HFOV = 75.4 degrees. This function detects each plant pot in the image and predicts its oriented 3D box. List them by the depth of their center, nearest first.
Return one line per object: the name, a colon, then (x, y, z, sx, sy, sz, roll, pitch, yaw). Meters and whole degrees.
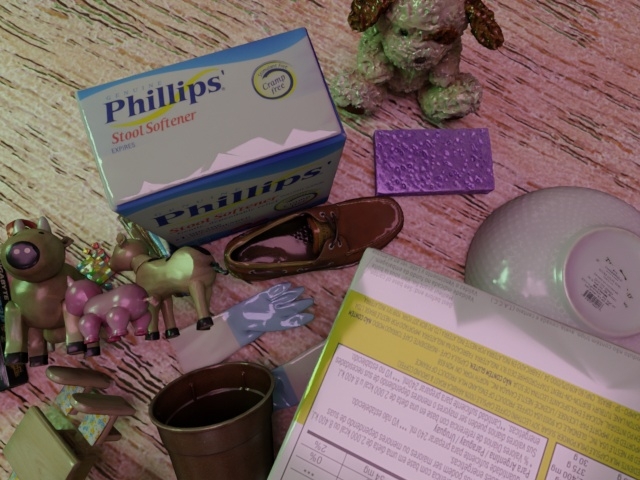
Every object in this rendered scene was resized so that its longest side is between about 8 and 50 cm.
plant pot: (-0.133, 0.282, 0.573, 0.167, 0.167, 0.165, -9, 100, -5)

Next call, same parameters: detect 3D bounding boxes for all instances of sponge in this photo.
sponge: (0.198, -0.138, 0.734, 0.210, 0.031, 0.117, -2, 81, -3)

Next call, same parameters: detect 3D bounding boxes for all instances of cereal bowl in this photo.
cereal bowl: (0.420, 0.068, 0.662, 0.339, 0.141, 0.338, 1, 81, -5)

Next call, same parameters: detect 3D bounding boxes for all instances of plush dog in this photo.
plush dog: (0.154, -0.326, 0.661, 0.263, 0.225, 0.210, 4, 81, -3)

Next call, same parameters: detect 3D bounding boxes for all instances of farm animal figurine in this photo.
farm animal figurine: (-0.329, 0.063, 0.541, 0.330, 0.327, 0.172, 0, 72, -37)

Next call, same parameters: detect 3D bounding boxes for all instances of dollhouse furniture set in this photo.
dollhouse furniture set: (-0.351, 0.305, 0.518, 0.242, 0.161, 0.212, 23, 79, 32)

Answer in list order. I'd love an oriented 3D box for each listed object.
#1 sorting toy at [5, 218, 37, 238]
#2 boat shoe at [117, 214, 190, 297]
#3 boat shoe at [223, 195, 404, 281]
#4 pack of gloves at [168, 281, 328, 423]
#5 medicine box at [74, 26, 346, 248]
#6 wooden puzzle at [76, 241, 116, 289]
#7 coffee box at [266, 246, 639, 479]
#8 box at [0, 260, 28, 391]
sorting toy: (-0.468, 0.012, 0.654, 0.042, 0.061, 0.102, -46, 47, 19)
boat shoe: (-0.266, 0.020, 0.667, 0.066, 0.066, 0.183, -31, 74, -3)
boat shoe: (0.000, 0.000, 0.662, 0.307, 0.104, 0.110, -20, 83, -7)
pack of gloves: (-0.093, 0.186, 0.669, 0.232, 0.046, 0.195, -25, 95, -4)
medicine box: (-0.124, -0.113, 0.577, 0.264, 0.289, 0.149, -19, 83, -6)
wooden puzzle: (-0.367, 0.046, 0.681, 0.049, 0.006, 0.083, -41, 86, -9)
coffee box: (0.139, 0.248, 0.456, 0.338, 0.337, 0.334, 22, 80, 10)
box: (-0.569, 0.141, 0.630, 0.175, 0.051, 0.220, -17, 83, -6)
